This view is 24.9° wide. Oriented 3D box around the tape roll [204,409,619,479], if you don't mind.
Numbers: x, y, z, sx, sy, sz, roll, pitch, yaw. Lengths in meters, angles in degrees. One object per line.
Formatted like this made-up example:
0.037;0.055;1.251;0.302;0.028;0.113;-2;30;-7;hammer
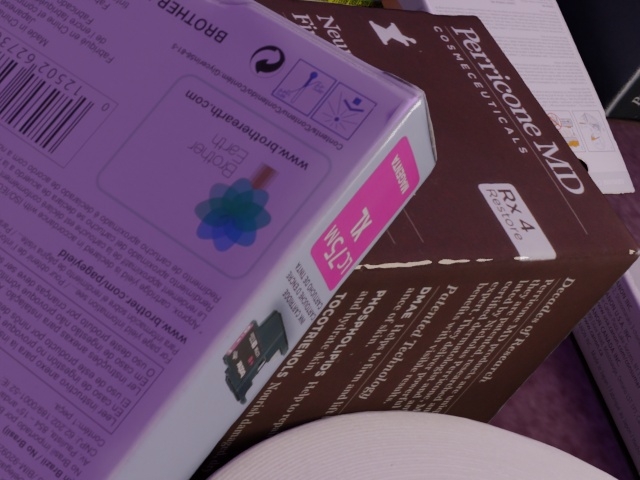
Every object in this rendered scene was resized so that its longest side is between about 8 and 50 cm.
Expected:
0.079;0.241;0.568;0.392;0.072;0.392;21;39;-18;tape roll

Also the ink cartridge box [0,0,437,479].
-0.123;0.032;0.524;0.186;0.065;0.311;33;74;24;ink cartridge box

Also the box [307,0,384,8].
-0.032;-0.252;1.048;0.114;0.036;0.207;0;49;-36;box

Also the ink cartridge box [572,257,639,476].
0.306;0.146;0.844;0.261;0.066;0.296;8;44;-30;ink cartridge box

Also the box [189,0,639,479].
0.000;0.000;0.690;0.203;0.167;0.168;-3;51;-39;box

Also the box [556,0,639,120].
0.366;-0.253;1.201;0.395;0.212;0.293;5;47;-34;box

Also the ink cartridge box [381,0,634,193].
0.134;-0.104;1.024;0.145;0.045;0.179;-4;70;-40;ink cartridge box
